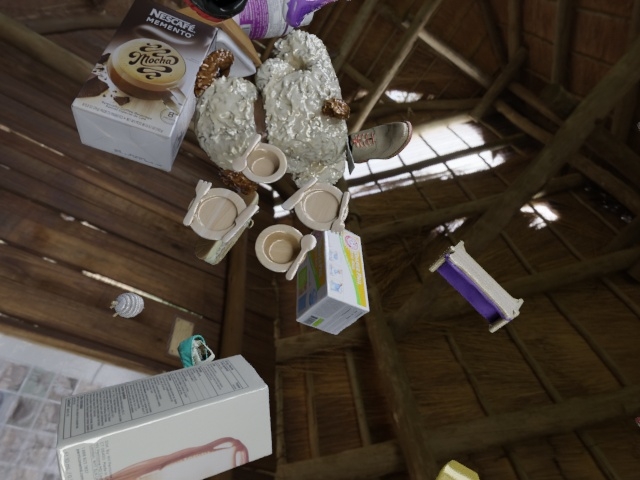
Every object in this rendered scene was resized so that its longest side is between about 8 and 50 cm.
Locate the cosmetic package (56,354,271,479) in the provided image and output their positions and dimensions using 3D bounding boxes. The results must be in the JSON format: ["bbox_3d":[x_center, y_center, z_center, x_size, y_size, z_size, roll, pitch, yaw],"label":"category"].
[{"bbox_3d":[-0.243,0.300,0.694,0.153,0.296,0.129,15,-70,62],"label":"cosmetic package"}]

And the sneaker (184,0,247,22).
[{"bbox_3d":[-0.226,-0.446,0.685,0.135,0.276,0.097,34,-79,42],"label":"sneaker"}]

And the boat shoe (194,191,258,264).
[{"bbox_3d":[-0.300,-0.048,1.440,0.285,0.089,0.104,-49,-127,-2],"label":"boat shoe"}]

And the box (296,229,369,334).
[{"bbox_3d":[0.021,0.076,0.923,0.114,0.103,0.203,-44,-146,36],"label":"box"}]

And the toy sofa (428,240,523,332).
[{"bbox_3d":[0.618,0.192,1.750,0.177,0.362,0.150,-29,161,-48],"label":"toy sofa"}]

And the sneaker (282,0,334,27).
[{"bbox_3d":[0.024,-0.521,0.875,0.236,0.104,0.095,-43,-177,16],"label":"sneaker"}]

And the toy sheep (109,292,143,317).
[{"bbox_3d":[-0.640,0.215,1.432,0.091,0.091,0.132,-63,159,0],"label":"toy sheep"}]

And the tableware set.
[{"bbox_3d":[-0.055,-0.038,0.484,0.141,0.169,0.020,-57,174,-26],"label":"tableware set"}]

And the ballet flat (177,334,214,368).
[{"bbox_3d":[-0.315,0.339,1.138,0.087,0.083,0.247,-40,-137,1],"label":"ballet flat"}]

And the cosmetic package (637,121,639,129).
[{"bbox_3d":[1.226,-0.398,1.243,0.453,0.230,0.161,-42,-157,27],"label":"cosmetic package"}]

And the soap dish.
[{"bbox_3d":[-0.335,-0.513,1.153,0.229,0.291,0.118,9,76,-73],"label":"soap dish"}]

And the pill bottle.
[{"bbox_3d":[-0.179,-0.708,1.317,0.169,0.302,0.169,43,-36,42],"label":"pill bottle"}]

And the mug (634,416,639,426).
[{"bbox_3d":[0.326,0.122,0.264,0.169,0.113,0.150,-44,-168,10],"label":"mug"}]

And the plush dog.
[{"bbox_3d":[-0.078,-0.180,0.663,0.210,0.226,0.262,-106,-175,-72],"label":"plush dog"}]

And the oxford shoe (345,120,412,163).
[{"bbox_3d":[0.181,-0.353,1.587,0.348,0.130,0.122,-14,-99,52],"label":"oxford shoe"}]

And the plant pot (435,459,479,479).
[{"bbox_3d":[0.241,0.449,0.771,0.083,0.082,0.081,-43,147,-42],"label":"plant pot"}]

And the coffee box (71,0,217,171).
[{"bbox_3d":[-0.325,-0.306,0.840,0.119,0.168,0.297,128,-24,-60],"label":"coffee box"}]
